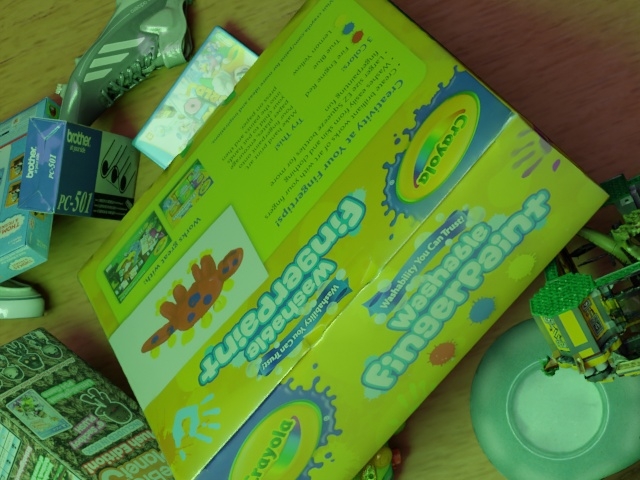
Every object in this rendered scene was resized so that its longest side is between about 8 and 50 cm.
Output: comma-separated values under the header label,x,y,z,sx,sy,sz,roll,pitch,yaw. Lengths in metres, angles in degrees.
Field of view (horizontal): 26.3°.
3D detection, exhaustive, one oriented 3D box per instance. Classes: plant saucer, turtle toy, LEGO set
label,x,y,z,sx,sy,sz,roll,pitch,yaw
plant saucer,0.248,0.173,1.426,0.195,0.037,0.195,-1,88,15
turtle toy,0.050,0.226,1.463,0.095,0.066,0.130,25,97,46
LEGO set,0.355,0.045,1.276,0.331,0.255,0.192,-28,113,8

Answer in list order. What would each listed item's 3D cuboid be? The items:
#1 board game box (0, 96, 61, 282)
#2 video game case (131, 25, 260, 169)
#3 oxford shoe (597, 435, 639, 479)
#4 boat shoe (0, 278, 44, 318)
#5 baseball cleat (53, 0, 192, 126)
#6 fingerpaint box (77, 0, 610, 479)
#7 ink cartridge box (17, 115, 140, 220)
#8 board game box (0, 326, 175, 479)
label,x,y,z,sx,sy,sz,roll,pitch,yaw
board game box,-0.363,-0.043,1.537,0.160,0.039,0.211,-23,47,28
video game case,-0.117,-0.139,1.539,0.119,0.015,0.166,37,98,0
oxford shoe,0.308,0.311,1.355,0.146,0.140,0.397,45,112,-10
boat shoe,-0.437,0.036,1.599,0.258,0.095,0.084,10,95,15
baseball cleat,-0.213,-0.198,1.538,0.109,0.072,0.206,25,83,15
fingerpaint box,0.000,0.000,1.349,0.445,0.163,0.371,-49,39,9
ink cartridge box,-0.258,-0.074,1.492,0.046,0.207,0.097,8,90,15
board game box,-0.266,0.278,1.441,0.291,0.141,0.232,36,122,17
